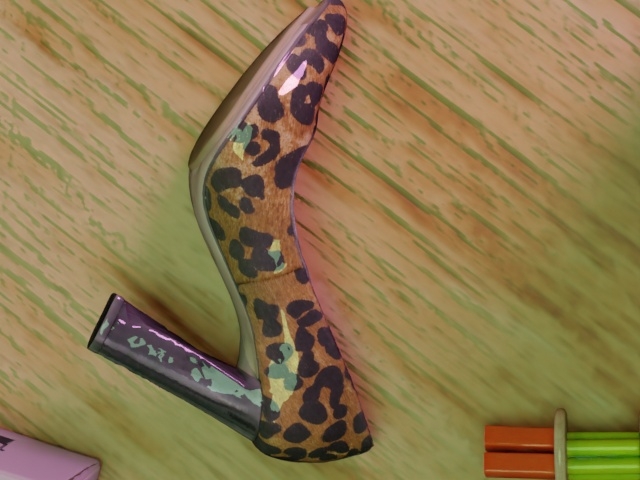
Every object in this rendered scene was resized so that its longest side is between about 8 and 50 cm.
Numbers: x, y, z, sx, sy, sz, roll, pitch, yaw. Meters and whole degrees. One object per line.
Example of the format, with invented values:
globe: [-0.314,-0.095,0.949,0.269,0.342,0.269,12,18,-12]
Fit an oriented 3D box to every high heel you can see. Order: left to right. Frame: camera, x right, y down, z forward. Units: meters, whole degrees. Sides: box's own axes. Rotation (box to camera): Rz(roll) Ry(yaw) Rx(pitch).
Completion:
high heel: [0.000,0.000,0.846,0.186,0.093,0.261,30,93,-12]

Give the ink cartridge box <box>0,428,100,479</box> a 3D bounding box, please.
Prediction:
ink cartridge box: [-0.264,0.192,0.900,0.208,0.087,0.153,16,99,10]

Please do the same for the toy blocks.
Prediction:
toy blocks: [0.126,0.163,0.839,0.148,0.054,0.123,-3,96,12]
